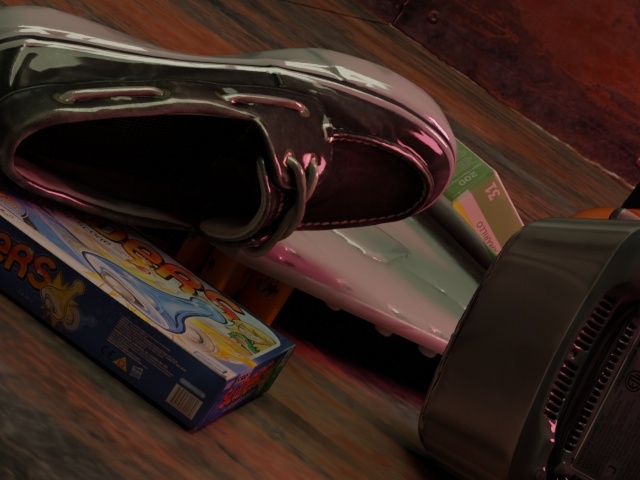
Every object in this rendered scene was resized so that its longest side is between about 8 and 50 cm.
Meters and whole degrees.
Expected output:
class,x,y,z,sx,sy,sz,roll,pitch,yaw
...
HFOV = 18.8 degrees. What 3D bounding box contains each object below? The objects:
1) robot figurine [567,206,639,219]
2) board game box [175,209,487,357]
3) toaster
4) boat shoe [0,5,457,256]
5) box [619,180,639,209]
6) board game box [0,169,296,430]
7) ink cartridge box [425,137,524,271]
class,x,y,z,sx,sy,sz,roll,pitch,yaw
robot figurine,0.247,0.043,1.417,0.219,0.128,0.158,6,16,-21
board game box,0.000,0.000,1.424,0.390,0.050,0.390,26,13,-34
toaster,0.152,0.088,1.136,0.129,0.227,0.146,29,-5,-26
boat shoe,-0.055,-0.042,1.122,0.335,0.121,0.119,6,38,-31
box,0.354,0.014,1.748,0.153,0.108,0.207,38,9,17
board game box,-0.118,0.021,1.050,0.201,0.035,0.136,35,12,9
ink cartridge box,0.157,0.014,1.624,0.171,0.056,0.235,57,-7,-37
